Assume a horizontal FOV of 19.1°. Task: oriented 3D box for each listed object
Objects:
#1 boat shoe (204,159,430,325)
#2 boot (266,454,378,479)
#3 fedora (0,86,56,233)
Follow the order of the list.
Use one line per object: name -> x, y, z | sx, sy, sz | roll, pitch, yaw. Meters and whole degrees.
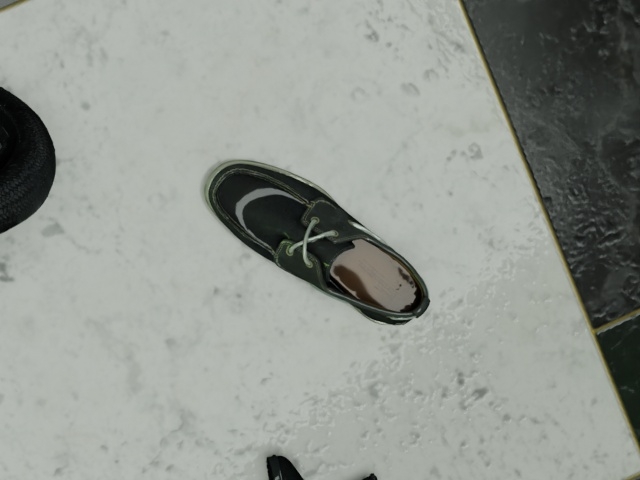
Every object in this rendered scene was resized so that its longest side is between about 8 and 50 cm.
boat shoe -> 0.000, 0.000, 1.744 | 0.233, 0.079, 0.084 | 34, 89, -10
boot -> 0.009, 0.244, 1.780 | 0.099, 0.045, 0.121 | -17, 104, -7
fedora -> -0.392, -0.029, 1.602 | 0.334, 0.334, 0.152 | -1, 125, -11
